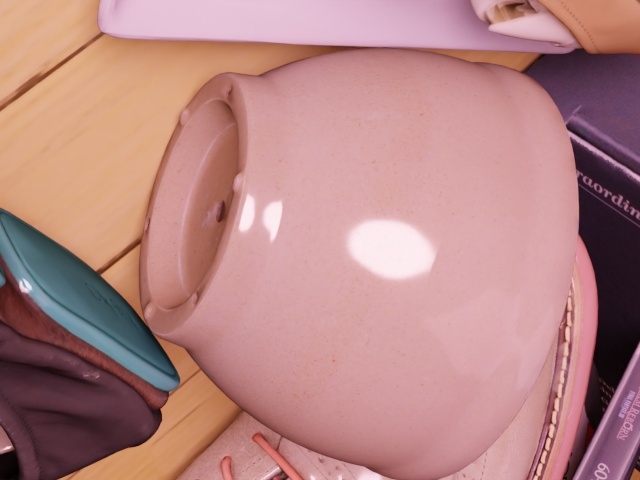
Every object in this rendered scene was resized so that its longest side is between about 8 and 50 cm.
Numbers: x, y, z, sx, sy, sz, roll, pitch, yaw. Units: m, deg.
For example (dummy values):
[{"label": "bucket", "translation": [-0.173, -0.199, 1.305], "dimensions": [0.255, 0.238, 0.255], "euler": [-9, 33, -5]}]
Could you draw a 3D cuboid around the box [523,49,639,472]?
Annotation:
[{"label": "box", "translation": [0.299, 0.040, 0.702], "dimensions": [0.212, 0.293, 0.395], "euler": [-42, 147, -11]}]

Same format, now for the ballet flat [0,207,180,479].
[{"label": "ballet flat", "translation": [-0.125, 0.012, 0.373], "dimensions": [0.096, 0.095, 0.280], "euler": [-34, 145, -5]}]

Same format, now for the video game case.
[{"label": "video game case", "translation": [0.105, 0.198, 0.630], "dimensions": [0.274, 0.026, 0.196], "euler": [-52, 157, -36]}]

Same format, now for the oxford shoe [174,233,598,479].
[{"label": "oxford shoe", "translation": [-0.013, 0.145, 0.595], "dimensions": [0.146, 0.140, 0.397], "euler": [5, 120, -48]}]

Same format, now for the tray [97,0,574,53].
[{"label": "tray", "translation": [0.042, -0.140, 0.462], "dimensions": [0.270, 0.030, 0.145], "euler": [-7, 128, -45]}]

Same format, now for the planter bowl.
[{"label": "planter bowl", "translation": [0.000, 0.000, 0.463], "dimensions": [0.109, 0.162, 0.162], "euler": [14, 116, -25]}]

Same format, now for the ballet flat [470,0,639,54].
[{"label": "ballet flat", "translation": [0.067, -0.112, 0.444], "dimensions": [0.073, 0.080, 0.232], "euler": [-29, 151, 24]}]

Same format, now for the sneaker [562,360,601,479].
[{"label": "sneaker", "translation": [0.061, 0.170, 0.747], "dimensions": [0.145, 0.090, 0.270], "euler": [-13, 136, -45]}]
